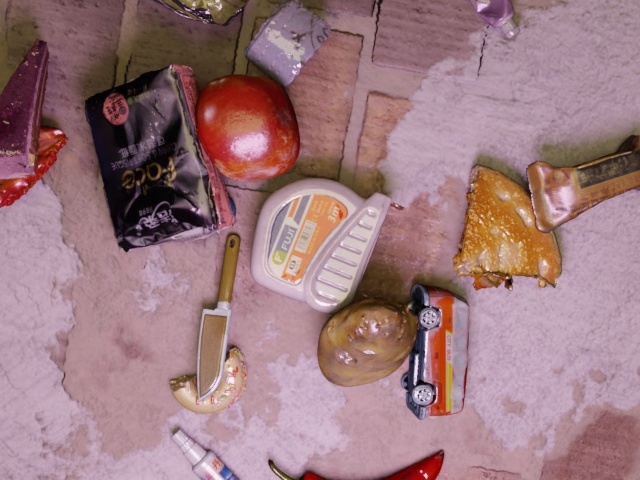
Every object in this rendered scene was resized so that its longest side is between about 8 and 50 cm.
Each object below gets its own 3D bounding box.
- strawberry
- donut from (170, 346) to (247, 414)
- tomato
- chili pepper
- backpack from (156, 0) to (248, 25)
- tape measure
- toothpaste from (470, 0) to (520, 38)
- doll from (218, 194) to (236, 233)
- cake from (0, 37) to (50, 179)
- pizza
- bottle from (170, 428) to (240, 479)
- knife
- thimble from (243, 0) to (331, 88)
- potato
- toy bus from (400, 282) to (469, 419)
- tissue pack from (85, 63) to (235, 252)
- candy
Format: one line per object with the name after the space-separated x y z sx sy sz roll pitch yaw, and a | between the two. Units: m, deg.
-0.627 -0.162 1.580 0.228 0.098 0.174 -42 77 -18 | strawberry
-0.220 0.303 1.618 0.166 0.065 0.108 -28 89 0 | donut
-0.113 -0.218 1.489 0.139 0.233 0.201 -11 88 42 | tomato
0.077 0.513 1.634 0.368 0.092 0.137 -1 75 -7 | chili pepper
-0.259 -0.503 1.499 0.253 0.207 0.140 36 108 -9 | backpack
0.000 0.000 1.570 0.265 0.130 0.258 22 91 4 | tape measure
0.307 -0.537 1.571 0.075 0.048 0.301 -33 91 6 | toothpaste
-0.211 -0.055 1.605 0.083 0.050 0.076 -31 98 0 | doll
-0.567 -0.245 1.510 0.112 0.116 0.295 17 67 -10 | cake
0.351 0.001 1.583 0.228 0.081 0.289 -40 92 -12 | pizza
-0.228 0.478 1.634 0.060 0.060 0.217 -44 94 3 | bottle
-0.210 0.155 1.598 0.061 0.027 0.343 5 80 10 | knife
-0.065 -0.388 1.537 0.118 0.127 0.151 38 74 -7 | thimble
0.091 0.187 1.514 0.191 0.296 0.141 -9 68 -13 | potato
0.235 0.221 1.592 0.119 0.121 0.265 2 93 -9 | toy bus
-0.313 -0.153 1.526 0.245 0.123 0.333 -12 94 29 | tissue pack
0.535 -0.120 1.560 0.271 0.101 0.143 -19 91 -6 | candy
